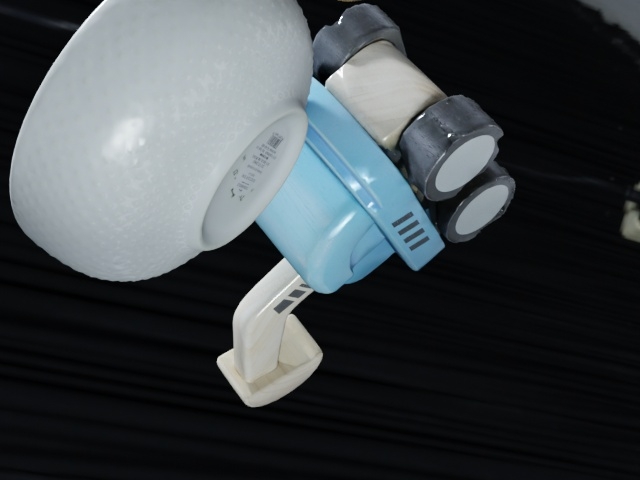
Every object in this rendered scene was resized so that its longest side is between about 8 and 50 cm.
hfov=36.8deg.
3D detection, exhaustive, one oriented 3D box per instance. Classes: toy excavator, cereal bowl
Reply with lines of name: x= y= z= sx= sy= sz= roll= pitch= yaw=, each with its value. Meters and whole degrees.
toy excavator: x=0.000 y=0.000 z=1.179 sx=0.445 sy=0.433 sz=0.222 roll=-39 pitch=64 yaw=1
cereal bowl: x=-0.115 y=-0.093 z=0.893 sx=0.339 sy=0.141 sz=0.339 roll=-49 pitch=-14 yaw=-17
